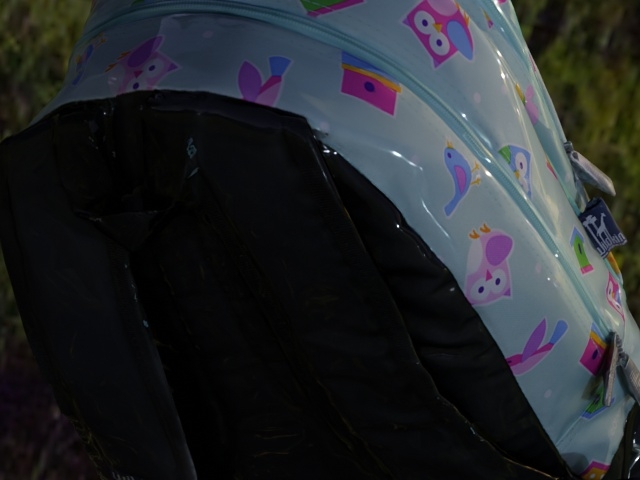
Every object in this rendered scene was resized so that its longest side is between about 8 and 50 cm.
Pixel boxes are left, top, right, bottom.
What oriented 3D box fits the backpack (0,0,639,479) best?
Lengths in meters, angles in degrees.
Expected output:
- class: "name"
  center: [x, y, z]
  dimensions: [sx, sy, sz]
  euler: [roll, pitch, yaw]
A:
- class: "backpack"
  center: [0.000, 0.000, 0.461]
  dimensions: [0.152, 0.182, 0.115]
  euler: [-6, 47, 26]
